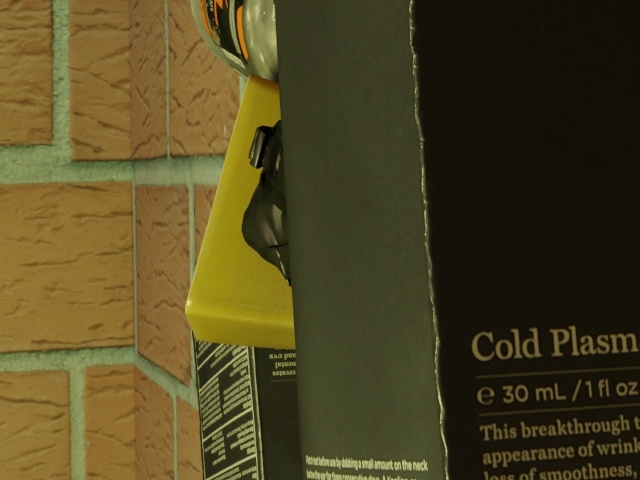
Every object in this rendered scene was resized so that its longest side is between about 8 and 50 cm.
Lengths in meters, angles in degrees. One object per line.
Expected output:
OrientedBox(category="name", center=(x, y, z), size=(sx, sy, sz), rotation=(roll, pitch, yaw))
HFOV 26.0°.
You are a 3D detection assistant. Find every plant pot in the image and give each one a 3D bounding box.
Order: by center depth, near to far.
OrientedBox(category="plant pot", center=(0.000, 0.000, 1.249), size=(0.212, 0.187, 0.212), rotation=(101, -176, -79))

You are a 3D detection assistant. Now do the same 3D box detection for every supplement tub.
OrientedBox(category="supplement tub", center=(0.004, -0.228, 1.334), size=(0.338, 0.207, 0.207), rotation=(-139, 50, -66))

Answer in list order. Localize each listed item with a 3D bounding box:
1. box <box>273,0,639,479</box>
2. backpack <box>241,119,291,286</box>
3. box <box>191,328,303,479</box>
OrientedBox(category="box", center=(0.172, 0.020, 0.599), size=(0.179, 0.343, 0.312), rotation=(158, 110, -72))
OrientedBox(category="backpack", center=(0.121, -0.001, 0.890), size=(0.290, 0.273, 0.355), rotation=(-62, 23, 19))
OrientedBox(category="box", center=(-0.021, 0.170, 1.481), size=(0.296, 0.183, 0.294), rotation=(136, 131, -69))
